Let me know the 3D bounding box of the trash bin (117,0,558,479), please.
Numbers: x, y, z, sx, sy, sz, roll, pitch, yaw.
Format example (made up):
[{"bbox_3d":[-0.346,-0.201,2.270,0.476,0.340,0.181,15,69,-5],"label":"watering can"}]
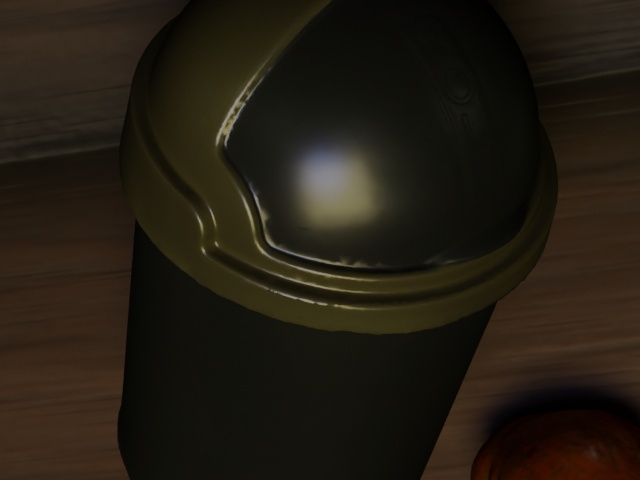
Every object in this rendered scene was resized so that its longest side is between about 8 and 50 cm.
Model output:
[{"bbox_3d":[0.000,0.000,0.908,0.214,0.214,0.334,12,131,-3],"label":"trash bin"}]

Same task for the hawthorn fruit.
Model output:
[{"bbox_3d":[0.153,0.158,1.082,0.125,0.140,0.125,21,128,30],"label":"hawthorn fruit"}]
